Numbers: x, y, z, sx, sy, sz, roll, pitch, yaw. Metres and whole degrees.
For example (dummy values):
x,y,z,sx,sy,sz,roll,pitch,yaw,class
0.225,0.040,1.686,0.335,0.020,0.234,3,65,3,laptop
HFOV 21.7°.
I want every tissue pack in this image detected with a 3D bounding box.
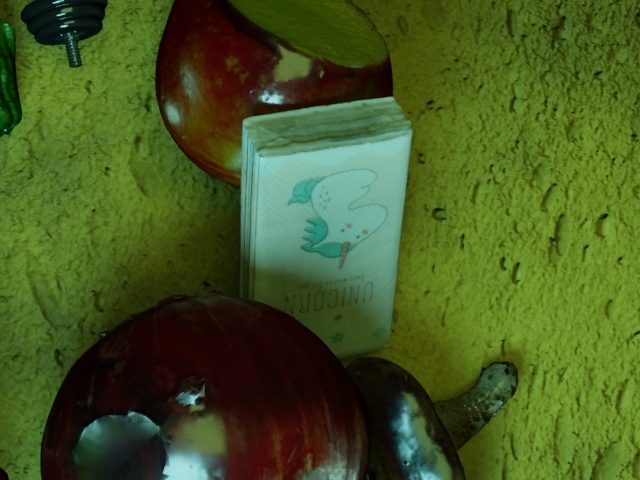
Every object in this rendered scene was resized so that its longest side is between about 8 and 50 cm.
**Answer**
x,y,z,sx,sy,sz,roll,pitch,yaw,class
0.000,0.000,1.772,0.170,0.325,0.071,-11,47,-14,tissue pack

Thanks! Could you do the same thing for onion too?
x,y,z,sx,sy,sz,roll,pitch,yaw,class
-0.121,0.202,1.686,0.341,0.341,0.341,2,81,-12,onion

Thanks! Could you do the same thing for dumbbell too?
x,y,z,sx,sy,sz,roll,pitch,yaw,class
-0.292,-0.293,1.852,0.099,0.099,0.209,-11,84,-13,dumbbell

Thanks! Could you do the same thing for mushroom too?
x,y,z,sx,sy,sz,roll,pitch,yaw,class
0.150,0.211,1.867,0.217,0.148,0.227,-21,91,-30,mushroom

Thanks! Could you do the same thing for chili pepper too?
x,y,z,sx,sy,sz,roll,pitch,yaw,class
-0.385,-0.231,1.828,0.099,0.083,0.253,2,76,-50,chili pepper

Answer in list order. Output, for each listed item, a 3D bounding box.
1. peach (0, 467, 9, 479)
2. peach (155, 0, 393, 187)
x,y,z,sx,sy,sz,roll,pitch,yaw,class
-0.513,0.280,1.593,0.405,0.335,0.310,25,68,-10,peach
-0.067,-0.192,1.816,0.245,0.248,0.275,-36,58,12,peach
